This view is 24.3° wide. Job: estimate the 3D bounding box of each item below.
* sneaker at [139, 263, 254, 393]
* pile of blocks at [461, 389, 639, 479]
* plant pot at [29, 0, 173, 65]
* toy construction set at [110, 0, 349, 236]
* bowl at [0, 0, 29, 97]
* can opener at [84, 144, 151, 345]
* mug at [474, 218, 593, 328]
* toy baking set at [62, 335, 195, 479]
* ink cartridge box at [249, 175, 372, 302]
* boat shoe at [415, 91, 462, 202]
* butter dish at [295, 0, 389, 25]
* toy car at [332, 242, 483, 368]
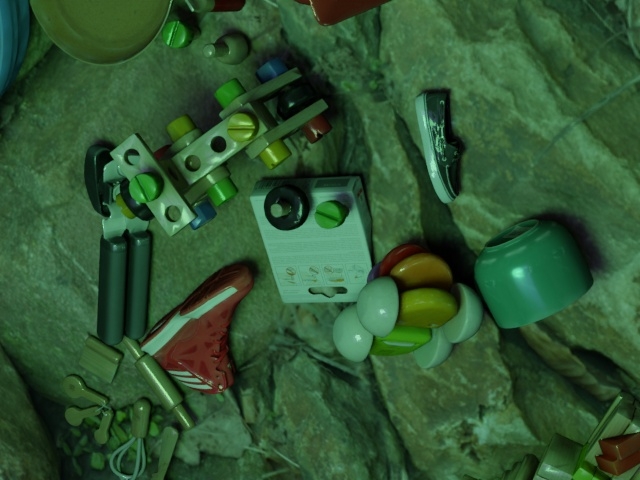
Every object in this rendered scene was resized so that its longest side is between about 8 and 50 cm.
[{"bbox_3d":[-0.136,0.126,2.028,0.128,0.087,0.221,46,131,-11],"label":"sneaker"},{"bbox_3d":[0.305,0.337,1.920,0.362,0.112,0.149,-34,96,28],"label":"pile of blocks"},{"bbox_3d":[-0.269,-0.336,1.846,0.236,0.032,0.236,9,108,29],"label":"plant pot"},{"bbox_3d":[-0.139,-0.143,1.790,0.257,0.237,0.309,-8,94,23],"label":"toy construction set"},{"bbox_3d":[-0.544,-0.329,1.948,0.391,0.077,0.391,15,123,25],"label":"bowl"},{"bbox_3d":[-0.273,0.005,2.036,0.093,0.074,0.280,27,122,48],"label":"can opener"},{"bbox_3d":[0.242,0.038,1.815,0.157,0.129,0.097,-22,101,26],"label":"mug"},{"bbox_3d":[-0.269,0.254,2.148,0.256,0.030,0.197,50,124,3],"label":"toy baking set"},{"bbox_3d":[0.000,0.000,1.951,0.145,0.045,0.179,-2,128,20],"label":"ink cartridge box"},{"bbox_3d":[0.152,-0.115,1.835,0.040,0.049,0.142,-9,105,23],"label":"boat shoe"},{"bbox_3d":[0.001,-0.344,1.761,0.118,0.160,0.160,3,114,44],"label":"butter dish"},{"bbox_3d":[0.106,0.077,1.881,0.159,0.136,0.182,6,150,-22],"label":"toy car"}]
